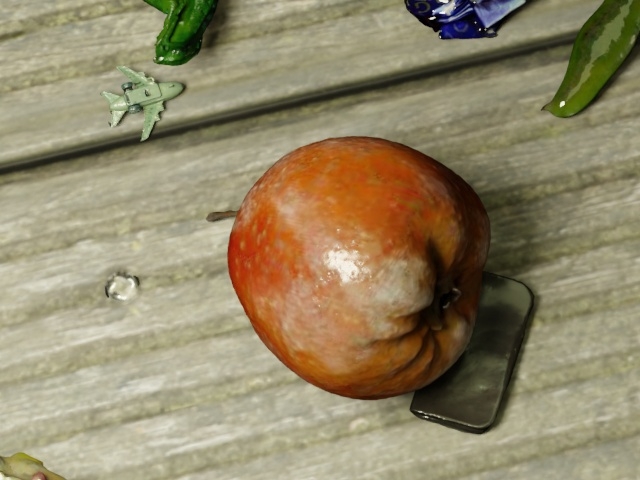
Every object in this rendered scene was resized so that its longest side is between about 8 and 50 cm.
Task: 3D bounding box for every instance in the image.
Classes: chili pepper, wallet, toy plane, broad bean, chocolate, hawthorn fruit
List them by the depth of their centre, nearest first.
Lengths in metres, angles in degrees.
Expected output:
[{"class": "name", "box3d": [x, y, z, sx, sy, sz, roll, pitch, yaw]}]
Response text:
[{"class": "hawthorn fruit", "box3d": [0.025, 0.016, 1.623, 0.263, 0.235, 0.231, 23, 40, -3]}, {"class": "wallet", "box3d": [0.143, 0.102, 1.700, 0.082, 0.018, 0.156, 15, 68, 10]}, {"class": "broad bean", "box3d": [0.313, -0.241, 1.810, 0.060, 0.043, 0.297, 37, 88, 28]}, {"class": "toy plane", "box3d": [-0.175, -0.142, 1.817, 0.083, 0.033, 0.080, -19, 78, -6]}, {"class": "chocolate", "box3d": [0.230, -0.323, 1.843, 0.343, 0.126, 0.148, -29, 105, -2]}, {"class": "chili pepper", "box3d": [-0.186, -0.276, 1.848, 0.279, 0.122, 0.065, 49, 120, 25]}]

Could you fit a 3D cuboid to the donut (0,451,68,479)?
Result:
[{"class": "donut", "box3d": [-0.294, 0.379, 1.529, 0.307, 0.150, 0.371, 40, 74, 18]}]
